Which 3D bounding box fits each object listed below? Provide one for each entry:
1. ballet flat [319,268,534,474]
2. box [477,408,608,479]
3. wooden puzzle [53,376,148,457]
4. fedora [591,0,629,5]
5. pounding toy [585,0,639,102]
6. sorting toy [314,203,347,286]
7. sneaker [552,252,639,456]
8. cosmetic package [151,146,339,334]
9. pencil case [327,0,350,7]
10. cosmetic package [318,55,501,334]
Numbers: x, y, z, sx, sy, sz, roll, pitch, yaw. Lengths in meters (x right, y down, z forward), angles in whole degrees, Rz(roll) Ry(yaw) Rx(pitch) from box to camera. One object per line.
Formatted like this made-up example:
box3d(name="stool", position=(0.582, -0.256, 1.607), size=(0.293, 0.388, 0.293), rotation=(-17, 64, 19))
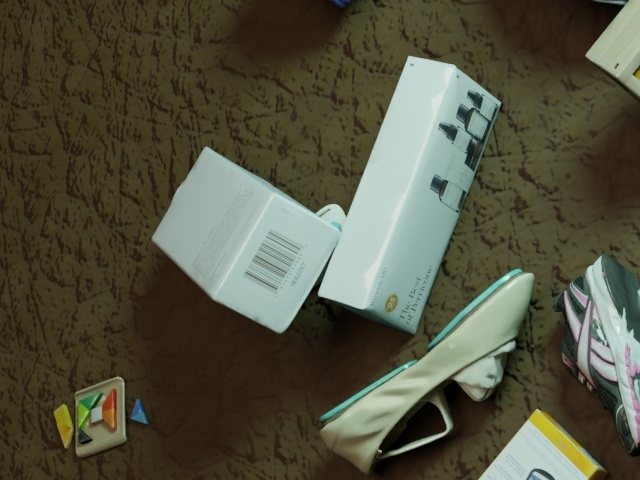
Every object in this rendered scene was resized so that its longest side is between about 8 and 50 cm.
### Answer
box3d(name="ballet flat", position=(0.110, 0.126, 1.483), size=(0.248, 0.086, 0.086), rotation=(-39, 54, 19))
box3d(name="box", position=(0.174, 0.223, 1.423), size=(0.136, 0.028, 0.081), rotation=(-53, 52, 10))
box3d(name="wooden puzzle", position=(-0.233, 0.185, 1.737), size=(0.116, 0.014, 0.079), rotation=(-28, 59, 24))
box3d(name="fedora", position=(0.291, -0.377, 1.453), size=(0.334, 0.152, 0.334), rotation=(-8, 68, 19))
box3d(name="pounding toy", position=(0.330, -0.154, 1.398), size=(0.130, 0.141, 0.100), rotation=(-51, 23, 9))
box3d(name="sorting toy", position=(0.000, 0.000, 1.631), size=(0.083, 0.045, 0.075), rotation=(-34, 37, 21))
box3d(name="sneaker", position=(0.245, 0.106, 1.402), size=(0.077, 0.072, 0.178), rotation=(-35, 47, 35))
box3d(name="cosmetic package", position=(-0.076, -0.004, 1.599), size=(0.117, 0.085, 0.231), rotation=(-59, 23, 3))
box3d(name="pencil case", position=(0.054, -0.389, 1.683), size=(0.306, 0.119, 0.133), rotation=(-56, 33, 5))
box3d(name="cosmetic package", position=(0.086, -0.041, 1.541), size=(0.060, 0.099, 0.239), rotation=(16, 83, 39))
